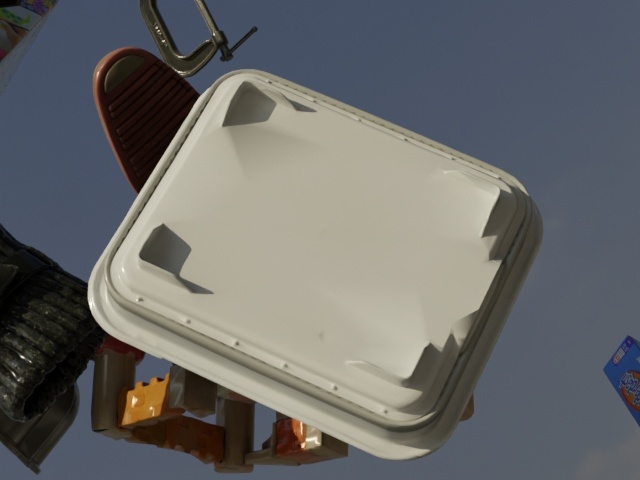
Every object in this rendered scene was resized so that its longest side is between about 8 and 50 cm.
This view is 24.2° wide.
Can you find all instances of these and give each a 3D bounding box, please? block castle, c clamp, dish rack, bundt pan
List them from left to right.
[{"bbox_3d":[-0.427,0.138,1.898,0.124,0.331,0.331,-43,-29,-12],"label":"bundt pan"},{"bbox_3d":[-0.153,-0.271,1.800,0.137,0.161,0.022,-43,-20,31],"label":"c clamp"},{"bbox_3d":[-0.046,0.128,1.842,0.453,0.213,0.303,-21,-32,38],"label":"block castle"},{"bbox_3d":[0.000,0.000,1.246,0.072,0.333,0.285,95,-159,-62],"label":"dish rack"}]

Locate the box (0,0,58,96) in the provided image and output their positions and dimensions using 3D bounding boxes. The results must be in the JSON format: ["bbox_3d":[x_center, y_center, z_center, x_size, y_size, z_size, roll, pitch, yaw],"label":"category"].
[{"bbox_3d":[-0.494,-0.185,1.800,0.290,0.177,0.279,-51,9,30],"label":"box"}]

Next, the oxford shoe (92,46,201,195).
[{"bbox_3d":[-0.174,-0.090,1.712,0.123,0.130,0.348,-40,-50,-13],"label":"oxford shoe"}]

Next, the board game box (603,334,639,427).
[{"bbox_3d":[0.376,0.183,1.382,0.210,0.160,0.047,29,-75,-14],"label":"board game box"}]

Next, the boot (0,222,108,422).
[{"bbox_3d":[-0.413,0.120,1.585,0.348,0.260,0.131,-47,-6,-14],"label":"boot"}]

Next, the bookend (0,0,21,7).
[{"bbox_3d":[-0.340,-0.335,1.667,0.157,0.072,0.156,-15,-43,-37],"label":"bookend"}]
